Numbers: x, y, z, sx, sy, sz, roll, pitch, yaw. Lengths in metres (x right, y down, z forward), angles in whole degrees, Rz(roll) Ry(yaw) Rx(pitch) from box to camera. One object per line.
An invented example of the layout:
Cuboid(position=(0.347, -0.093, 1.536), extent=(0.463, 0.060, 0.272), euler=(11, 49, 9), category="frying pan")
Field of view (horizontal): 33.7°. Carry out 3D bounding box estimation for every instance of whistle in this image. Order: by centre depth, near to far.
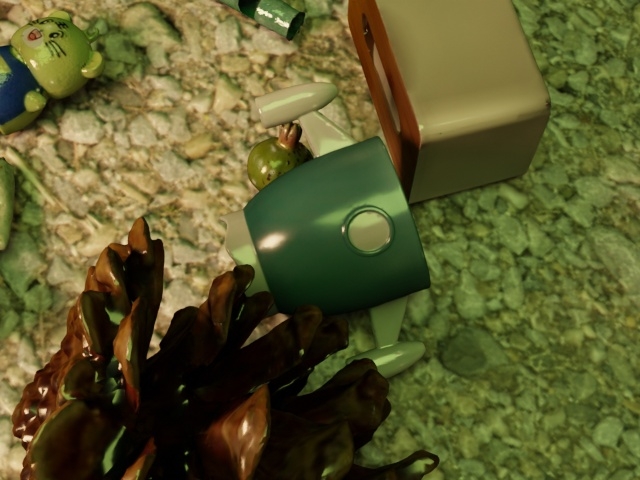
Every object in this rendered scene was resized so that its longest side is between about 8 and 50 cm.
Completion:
Cuboid(position=(-0.336, -0.170, 1.135), extent=(0.227, 0.085, 0.105), euler=(-33, 61, -12), category="whistle")
Cuboid(position=(-0.104, -0.288, 1.205), extent=(0.186, 0.039, 0.039), euler=(32, 71, 13), category="whistle")

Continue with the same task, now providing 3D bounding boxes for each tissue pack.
Cuboid(position=(0.126, -0.188, 1.097), extent=(0.136, 0.159, 0.246), euler=(-14, 67, -7), category="tissue pack")

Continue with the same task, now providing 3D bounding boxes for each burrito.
Cuboid(position=(-0.355, -0.032, 1.099), extent=(0.074, 0.044, 0.118), euler=(-10, 65, -1), category="burrito")

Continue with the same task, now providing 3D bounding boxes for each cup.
Cuboid(position=(0.000, 0.000, 1.019), extent=(0.173, 0.167, 0.299), euler=(-19, 94, -2), category="cup")

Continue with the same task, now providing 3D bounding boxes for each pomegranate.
Cuboid(position=(-0.035, -0.082, 1.096), extent=(0.073, 0.073, 0.084), euler=(45, 104, 17), category="pomegranate")

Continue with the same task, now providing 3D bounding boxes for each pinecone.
Cuboid(position=(-0.070, 0.182, 0.856), extent=(0.385, 0.384, 0.384), euler=(0, 67, 1), category="pinecone")
